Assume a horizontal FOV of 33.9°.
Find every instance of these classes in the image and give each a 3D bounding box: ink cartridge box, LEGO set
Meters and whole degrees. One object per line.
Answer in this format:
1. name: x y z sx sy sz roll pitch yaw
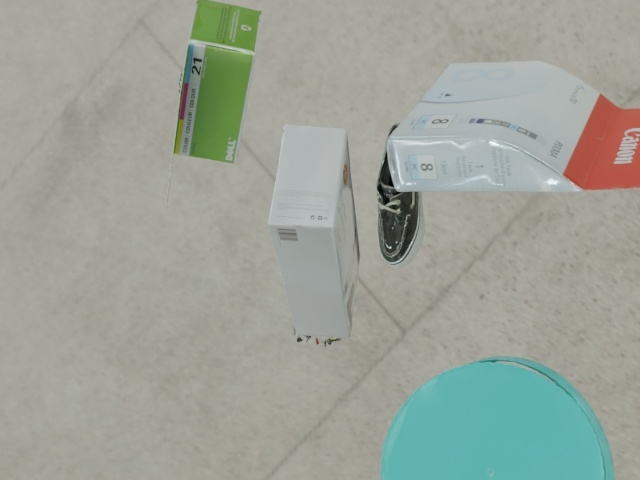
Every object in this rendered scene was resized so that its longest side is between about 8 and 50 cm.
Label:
1. ink cartridge box: 0.320 -0.165 1.436 0.385 0.308 0.091 0 117 25
2. LEGO set: -0.008 0.122 1.424 0.054 0.083 0.023 -15 64 16
3. ink cartridge box: -0.147 -0.182 1.435 0.255 0.097 0.188 -91 12 -50

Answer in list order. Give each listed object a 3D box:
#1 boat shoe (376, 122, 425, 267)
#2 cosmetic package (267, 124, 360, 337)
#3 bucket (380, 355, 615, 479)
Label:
1. boat shoe: 0.113 -0.068 1.578 0.078 0.070 0.219 9 95 35
2. cosmetic package: 0.000 0.000 0.966 0.061 0.239 0.098 2 63 6
3. bucket: 0.200 0.270 1.202 0.281 0.183 0.281 -3 74 10
